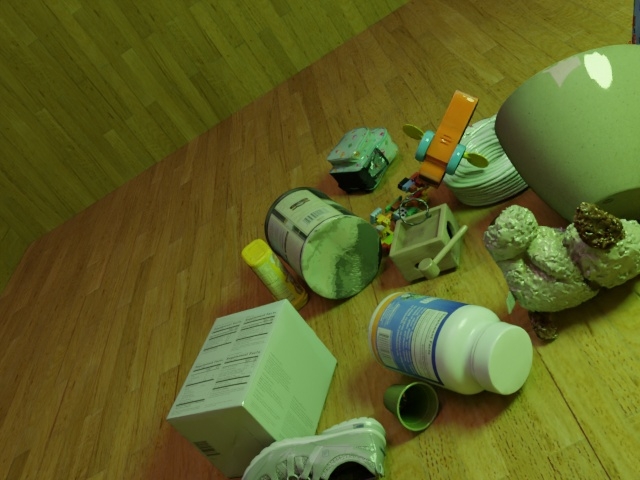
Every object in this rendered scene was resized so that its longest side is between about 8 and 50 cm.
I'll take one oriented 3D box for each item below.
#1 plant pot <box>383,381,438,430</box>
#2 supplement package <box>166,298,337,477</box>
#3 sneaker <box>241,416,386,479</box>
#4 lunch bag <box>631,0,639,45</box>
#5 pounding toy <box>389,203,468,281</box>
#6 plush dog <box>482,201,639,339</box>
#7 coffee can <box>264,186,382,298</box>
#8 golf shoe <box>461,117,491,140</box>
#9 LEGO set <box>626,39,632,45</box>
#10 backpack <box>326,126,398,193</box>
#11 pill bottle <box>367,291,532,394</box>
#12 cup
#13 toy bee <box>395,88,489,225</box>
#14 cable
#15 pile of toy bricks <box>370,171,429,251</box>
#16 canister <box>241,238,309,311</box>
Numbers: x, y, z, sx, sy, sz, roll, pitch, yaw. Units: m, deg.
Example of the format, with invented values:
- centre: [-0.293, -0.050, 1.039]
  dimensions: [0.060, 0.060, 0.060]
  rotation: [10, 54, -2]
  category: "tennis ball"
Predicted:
- centre: [0.151, 0.284, 1.235]
  dimensions: [0.083, 0.083, 0.079]
  rotation: [-46, 16, -18]
  category: "plant pot"
- centre: [-0.126, 0.292, 1.389]
  dimensions: [0.198, 0.199, 0.262]
  rotation: [-18, 32, 32]
  category: "supplement package"
- centre: [-0.018, 0.399, 1.202]
  dimensions: [0.281, 0.105, 0.115]
  rotation: [-29, 28, 13]
  category: "sneaker"
- centre: [0.676, -0.453, 1.351]
  dimensions: [0.138, 0.220, 0.293]
  rotation: [4, 12, 23]
  category: "lunch bag"
- centre: [0.248, 0.025, 1.496]
  dimensions: [0.181, 0.094, 0.206]
  rotation: [-20, 32, 29]
  category: "pounding toy"
- centre: [0.435, 0.035, 1.179]
  dimensions: [0.225, 0.262, 0.210]
  rotation: [-28, 60, 35]
  category: "plush dog"
- centre: [0.000, 0.000, 1.702]
  dimensions: [0.201, 0.201, 0.275]
  rotation: [-39, 28, -6]
  category: "coffee can"
- centre: [0.376, -0.254, 1.800]
  dimensions: [0.186, 0.067, 0.086]
  rotation: [-26, 4, 30]
  category: "golf shoe"
- centre: [0.825, -0.459, 1.636]
  dimensions: [0.287, 0.107, 0.132]
  rotation: [-28, 63, 6]
  category: "LEGO set"
- centre: [0.124, -0.244, 2.012]
  dimensions: [0.188, 0.144, 0.166]
  rotation: [-47, 24, -26]
  category: "backpack"
- centre: [0.223, 0.180, 1.222]
  dimensions: [0.272, 0.152, 0.152]
  rotation: [7, 49, 52]
  category: "pill bottle"
- centre: [0.516, -0.158, 1.296]
  dimensions: [0.331, 0.331, 0.236]
  rotation: [-23, 63, 24]
  category: "cup"
- centre: [0.255, -0.188, 1.574]
  dimensions: [0.298, 0.195, 0.162]
  rotation: [-44, -7, 7]
  category: "toy bee"
- centre: [0.410, -0.189, 1.658]
  dimensions: [0.257, 0.089, 0.257]
  rotation: [-31, 28, 10]
  category: "cable"
- centre: [0.215, -0.064, 1.688]
  dimensions: [0.105, 0.118, 0.212]
  rotation: [33, 58, 27]
  category: "pile of toy bricks"
- centre: [-0.114, 0.086, 1.730]
  dimensions: [0.073, 0.170, 0.126]
  rotation: [-40, 28, -6]
  category: "canister"
